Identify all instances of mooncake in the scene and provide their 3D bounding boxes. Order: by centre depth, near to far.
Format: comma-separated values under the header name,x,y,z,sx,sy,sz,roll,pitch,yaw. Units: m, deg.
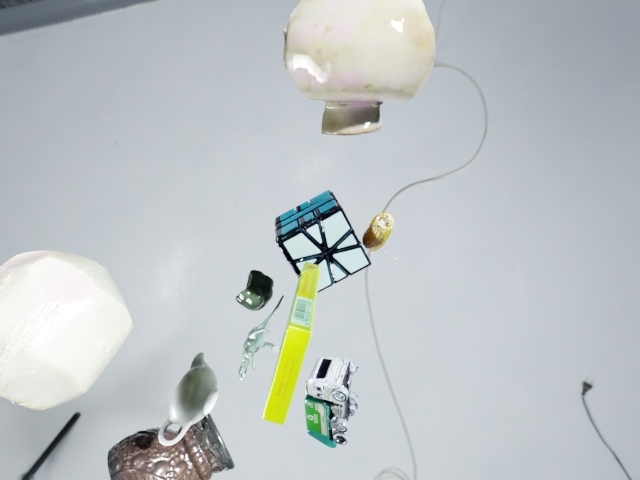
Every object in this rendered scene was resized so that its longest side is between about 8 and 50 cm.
name,x,y,z,sx,sy,sz,roll,pitch,yaw
mooncake,-0.284,0.211,1.741,0.168,0.104,0.175,-2,56,-21

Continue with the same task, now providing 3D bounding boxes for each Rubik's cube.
name,x,y,z,sx,sy,sz,roll,pitch,yaw
Rubik's cube,0.000,0.000,1.621,0.288,0.283,0.294,-26,109,4

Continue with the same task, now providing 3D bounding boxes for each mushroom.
name,x,y,z,sx,sy,sz,roll,pitch,yaw
mushroom,0.057,-0.271,0.605,0.173,0.162,0.236,21,123,37

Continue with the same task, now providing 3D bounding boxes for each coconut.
name,x,y,z,sx,sy,sz,roll,pitch,yaw
coconut,-0.414,0.125,0.624,0.227,0.227,0.230,26,57,5

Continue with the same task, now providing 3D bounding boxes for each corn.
name,x,y,z,sx,sy,sz,roll,pitch,yaw
corn,0.229,-0.028,1.593,0.106,0.293,0.106,1,75,-3

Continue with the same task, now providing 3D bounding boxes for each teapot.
name,x,y,z,sx,sy,sz,roll,pitch,yaw
teapot,-0.316,0.394,0.998,0.092,0.145,0.226,14,51,16

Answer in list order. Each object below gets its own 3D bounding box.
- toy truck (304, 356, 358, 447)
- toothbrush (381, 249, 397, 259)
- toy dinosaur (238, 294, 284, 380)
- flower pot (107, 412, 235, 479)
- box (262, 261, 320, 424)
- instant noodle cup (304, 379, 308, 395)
name,x,y,z,sx,sy,sz,roll,pitch,yaw
toy truck,0.028,0.412,1.018,0.124,0.114,0.253,5,120,16
toothbrush,0.299,0.063,1.751,0.097,0.008,0.006,29,89,-30
toy dinosaur,-0.247,0.403,1.718,0.092,0.205,0.393,28,64,-28
flower pot,-0.394,0.613,1.106,0.267,0.266,0.267,-27,81,-22
box,-0.049,0.182,0.819,0.047,0.335,0.187,15,105,-1
instant noodle cup,0.029,0.565,1.541,0.151,0.151,0.122,45,106,7
